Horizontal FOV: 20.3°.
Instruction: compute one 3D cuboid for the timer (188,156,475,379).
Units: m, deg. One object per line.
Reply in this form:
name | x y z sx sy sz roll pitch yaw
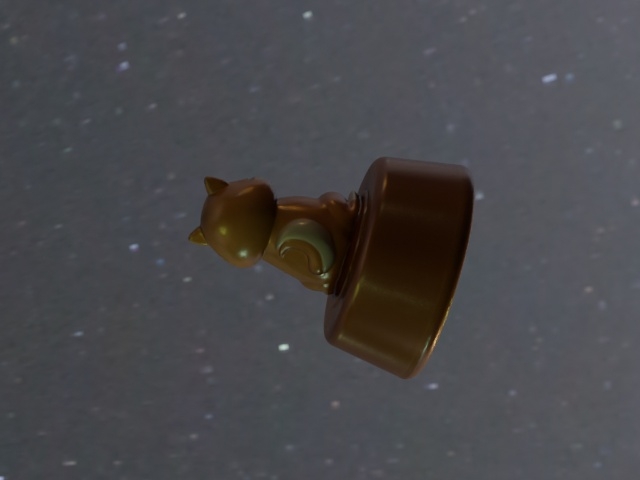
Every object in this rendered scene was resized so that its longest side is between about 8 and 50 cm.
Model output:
timer | 0.000 0.000 1.057 0.152 0.132 0.132 16 -109 -6
